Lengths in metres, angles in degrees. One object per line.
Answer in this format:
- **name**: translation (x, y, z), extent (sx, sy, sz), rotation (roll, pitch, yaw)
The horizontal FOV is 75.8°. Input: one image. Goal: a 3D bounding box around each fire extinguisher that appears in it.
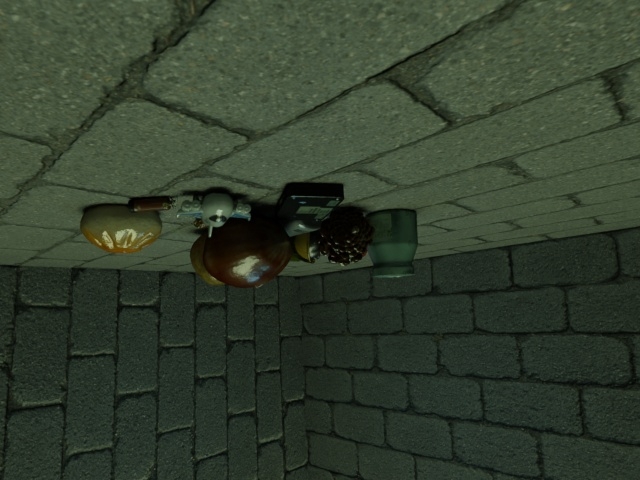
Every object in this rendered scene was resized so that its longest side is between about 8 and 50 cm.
- **fire extinguisher**: translation (-0.590, -0.131, 1.466), extent (0.177, 0.050, 0.062), rotation (-5, 131, 2)

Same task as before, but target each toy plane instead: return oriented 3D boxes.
- **toy plane**: translation (-0.384, -0.100, 1.495), extent (0.266, 0.123, 0.267), rotation (-5, 168, -1)

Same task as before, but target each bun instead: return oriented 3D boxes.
- **bun**: translation (-0.782, -0.030, 1.634), extent (0.298, 0.165, 0.299), rotation (-2, 172, 0)

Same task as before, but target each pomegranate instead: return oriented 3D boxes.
- **pomegranate**: translation (-0.516, 0.088, 2.073), extent (0.280, 0.282, 0.281), rotation (-3, 170, -1)

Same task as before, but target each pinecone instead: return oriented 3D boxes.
- **pinecone**: translation (0.108, -0.007, 1.813), extent (0.263, 0.265, 0.264), rotation (-3, 170, -1)

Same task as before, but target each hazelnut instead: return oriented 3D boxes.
- **hazelnut**: translation (-0.301, 0.038, 1.714), extent (0.364, 0.367, 0.366), rotation (-3, 170, -1)

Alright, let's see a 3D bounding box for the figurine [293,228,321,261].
- **figurine**: translation (-0.002, -0.001, 2.001), extent (0.256, 0.193, 0.167), rotation (-10, -168, -22)

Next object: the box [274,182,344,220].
- **box**: translation (-0.053, -0.138, 1.559), extent (0.211, 0.058, 0.350), rotation (-2, 170, -13)

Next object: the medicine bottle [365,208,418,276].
- **medicine bottle**: translation (0.333, 0.023, 1.907), extent (0.244, 0.291, 0.245), rotation (-3, 170, -1)

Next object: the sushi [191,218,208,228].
- **sushi**: translation (-0.499, -0.083, 1.745), extent (0.117, 0.062, 0.060), rotation (-29, 151, 21)

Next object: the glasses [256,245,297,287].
- **glasses**: translation (-0.238, 0.091, 2.069), extent (0.117, 0.269, 0.234), rotation (19, -160, -29)

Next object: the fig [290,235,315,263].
- **fig**: translation (-0.104, 0.067, 2.151), extent (0.259, 0.152, 0.151), rotation (40, -162, 34)

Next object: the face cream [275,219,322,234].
- **face cream**: translation (-0.158, -0.059, 1.893), extent (0.336, 0.080, 0.162), rotation (-12, 168, 43)

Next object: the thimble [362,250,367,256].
- **thimble**: translation (0.166, 0.010, 2.148), extent (0.124, 0.163, 0.189), rotation (2, 168, -20)
